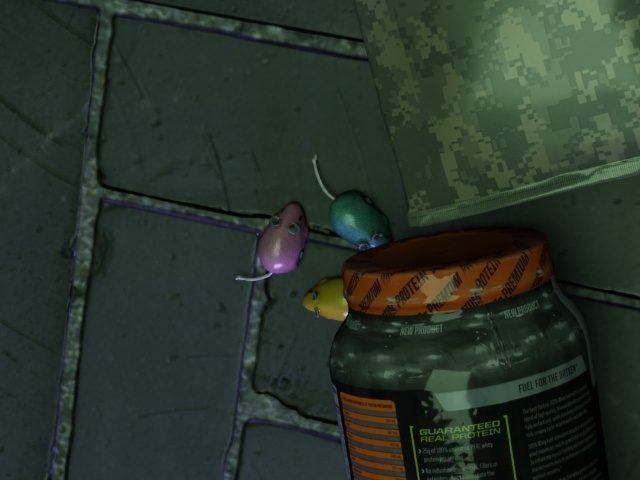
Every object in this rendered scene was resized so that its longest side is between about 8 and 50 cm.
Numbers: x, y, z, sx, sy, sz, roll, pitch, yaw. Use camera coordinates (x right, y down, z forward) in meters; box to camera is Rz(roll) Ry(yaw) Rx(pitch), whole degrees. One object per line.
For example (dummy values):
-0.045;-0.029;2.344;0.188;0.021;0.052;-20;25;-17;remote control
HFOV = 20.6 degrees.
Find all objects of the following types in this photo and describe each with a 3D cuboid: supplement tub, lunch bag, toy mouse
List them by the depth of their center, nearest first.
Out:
0.188;-0.160;1.319;0.287;0.169;0.235;-12;98;23;lunch bag
0.121;0.170;1.390;0.207;0.207;0.338;-5;101;18;supplement tub
0.000;0.000;1.481;0.161;0.031;0.143;-1;102;17;toy mouse
